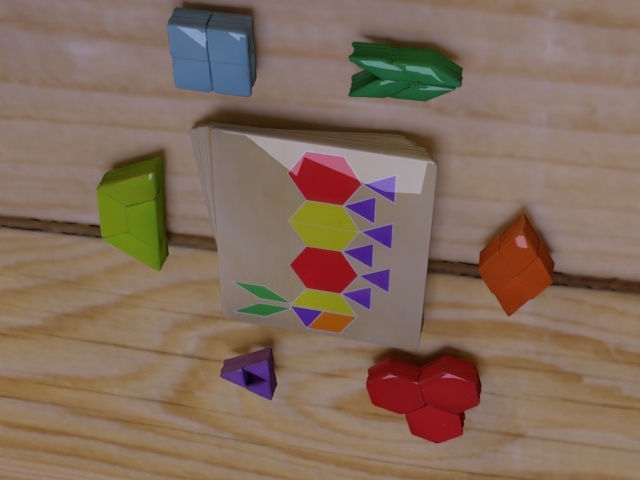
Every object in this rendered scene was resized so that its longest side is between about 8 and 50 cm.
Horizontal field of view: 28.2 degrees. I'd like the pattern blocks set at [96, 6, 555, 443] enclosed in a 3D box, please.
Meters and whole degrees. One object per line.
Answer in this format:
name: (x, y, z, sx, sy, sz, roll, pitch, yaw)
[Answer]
pattern blocks set: (0.000, 0.000, 0.799, 0.285, 0.026, 0.325, 15, 137, 2)
